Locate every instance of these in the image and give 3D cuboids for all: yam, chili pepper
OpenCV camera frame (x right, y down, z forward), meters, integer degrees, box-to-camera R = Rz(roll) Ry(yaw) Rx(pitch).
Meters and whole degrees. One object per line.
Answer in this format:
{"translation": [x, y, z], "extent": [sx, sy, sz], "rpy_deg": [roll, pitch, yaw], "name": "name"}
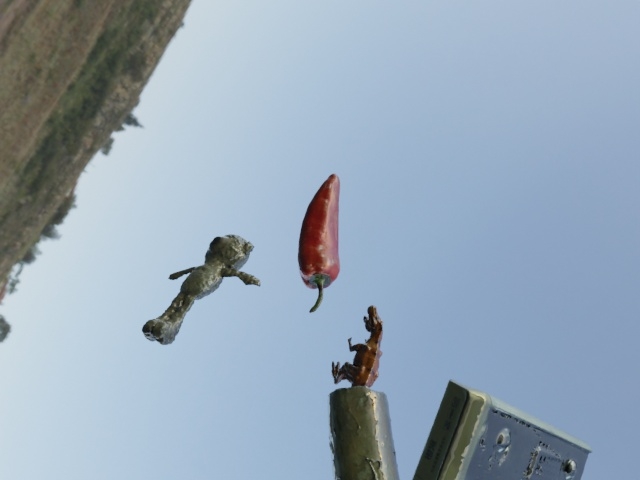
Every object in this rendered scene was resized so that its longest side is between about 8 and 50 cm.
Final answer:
{"translation": [0.068, 0.344, 0.755], "extent": [0.106, 0.106, 0.259], "rpy_deg": [-28, -125, 36], "name": "yam"}
{"translation": [0.000, 0.000, 0.885], "extent": [0.071, 0.063, 0.272], "rpy_deg": [4, -124, 2], "name": "chili pepper"}

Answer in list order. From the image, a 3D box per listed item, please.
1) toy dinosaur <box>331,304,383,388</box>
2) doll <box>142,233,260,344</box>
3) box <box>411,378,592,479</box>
{"translation": [0.103, 0.393, 1.480], "extent": [0.208, 0.097, 0.432], "rpy_deg": [-46, -152, 49], "name": "toy dinosaur"}
{"translation": [-0.246, 0.085, 1.072], "extent": [0.286, 0.091, 0.202], "rpy_deg": [-38, -154, -23], "name": "doll"}
{"translation": [0.129, 0.271, 0.443], "extent": [0.045, 0.210, 0.270], "rpy_deg": [8, -110, 55], "name": "box"}
